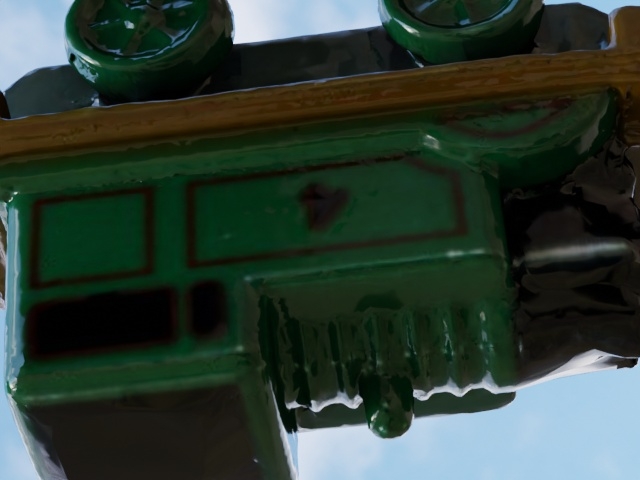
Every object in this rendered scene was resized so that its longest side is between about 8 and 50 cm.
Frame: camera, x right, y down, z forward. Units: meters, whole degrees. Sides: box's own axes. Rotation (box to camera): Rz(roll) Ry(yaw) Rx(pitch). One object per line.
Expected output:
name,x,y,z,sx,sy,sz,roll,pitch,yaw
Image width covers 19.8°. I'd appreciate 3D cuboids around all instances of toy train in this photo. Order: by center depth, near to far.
toy train,0.000,0.000,0.465,0.228,0.136,0.091,-5,-39,4
